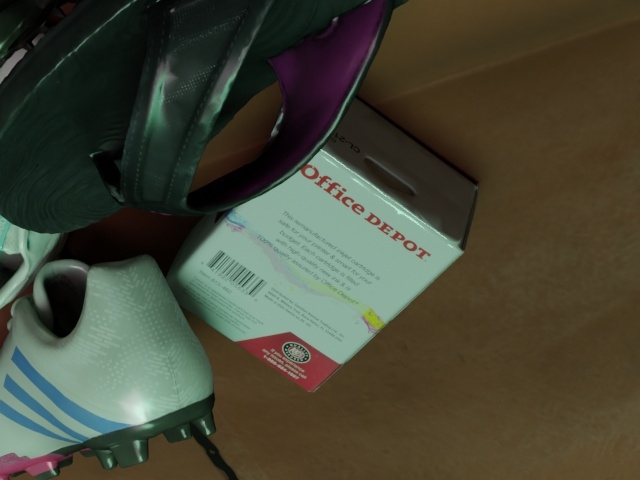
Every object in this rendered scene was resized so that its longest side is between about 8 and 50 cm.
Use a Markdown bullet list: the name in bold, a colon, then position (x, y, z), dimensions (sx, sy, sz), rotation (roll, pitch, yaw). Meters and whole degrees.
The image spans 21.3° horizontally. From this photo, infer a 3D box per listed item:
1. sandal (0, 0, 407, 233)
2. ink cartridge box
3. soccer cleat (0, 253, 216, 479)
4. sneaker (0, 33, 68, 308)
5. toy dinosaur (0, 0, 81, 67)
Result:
- **sandal**: position (-0.033, -0.107, 0.947), dimensions (0.446, 0.107, 0.168), rotation (-35, 153, 30)
- **ink cartridge box**: position (0.000, 0.000, 1.106), dimensions (0.127, 0.072, 0.175), rotation (35, 129, -12)
- **soccer cleat**: position (-0.177, 0.089, 1.194), dimensions (0.331, 0.116, 0.143), rotation (-21, 87, 55)
- **sneaker**: position (-0.194, -0.036, 1.119), dimensions (0.080, 0.094, 0.212), rotation (18, 130, 3)
- **toy dinosaur**: position (-0.240, -0.120, 0.974), dimensions (0.322, 0.218, 0.164), rotation (33, 166, 46)
